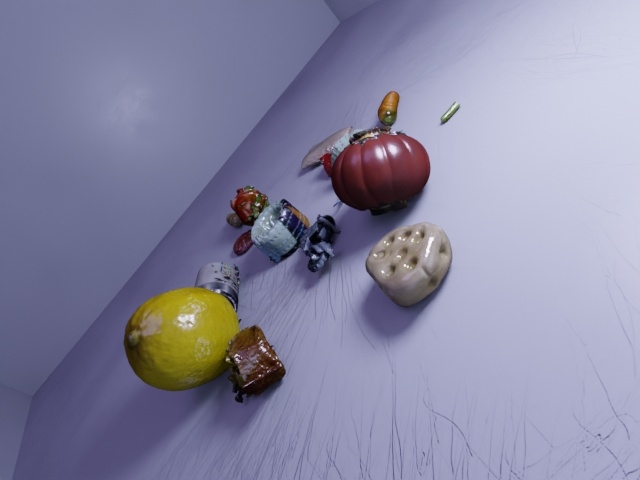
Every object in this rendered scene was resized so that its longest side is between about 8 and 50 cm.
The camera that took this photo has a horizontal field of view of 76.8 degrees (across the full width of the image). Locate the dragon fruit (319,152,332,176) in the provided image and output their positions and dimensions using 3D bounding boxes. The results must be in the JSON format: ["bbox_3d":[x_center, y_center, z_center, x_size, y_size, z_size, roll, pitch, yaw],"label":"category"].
[{"bbox_3d":[0.061,-0.348,1.787,0.063,0.097,0.131,-22,18,34],"label":"dragon fruit"}]

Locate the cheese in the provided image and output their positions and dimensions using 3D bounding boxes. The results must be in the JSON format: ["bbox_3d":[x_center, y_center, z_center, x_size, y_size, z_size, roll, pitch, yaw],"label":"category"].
[{"bbox_3d":[0.224,0.054,1.010,0.218,0.117,0.235,-33,31,24],"label":"cheese"}]

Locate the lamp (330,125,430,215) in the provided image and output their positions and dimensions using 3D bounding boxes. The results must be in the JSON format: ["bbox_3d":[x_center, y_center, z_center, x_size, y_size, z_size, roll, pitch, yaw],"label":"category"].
[{"bbox_3d":[0.181,-0.212,1.241,0.304,0.256,0.303,-14,7,2],"label":"lamp"}]

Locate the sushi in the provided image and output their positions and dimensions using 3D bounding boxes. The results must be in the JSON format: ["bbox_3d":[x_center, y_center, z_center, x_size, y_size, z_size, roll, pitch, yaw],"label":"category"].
[{"bbox_3d":[-0.211,0.364,1.194,0.179,0.166,0.296,-32,35,-13],"label":"sushi"}]

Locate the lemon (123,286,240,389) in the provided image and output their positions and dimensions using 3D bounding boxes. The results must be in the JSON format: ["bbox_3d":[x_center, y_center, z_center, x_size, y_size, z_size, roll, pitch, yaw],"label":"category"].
[{"bbox_3d":[-0.475,0.323,1.331,0.364,0.364,0.364,-34,32,24],"label":"lemon"}]

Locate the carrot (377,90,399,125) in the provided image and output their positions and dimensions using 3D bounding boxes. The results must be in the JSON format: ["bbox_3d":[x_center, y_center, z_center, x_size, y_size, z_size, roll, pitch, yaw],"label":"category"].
[{"bbox_3d":[0.289,-0.563,1.721,0.087,0.087,0.193,-26,34,35],"label":"carrot"}]

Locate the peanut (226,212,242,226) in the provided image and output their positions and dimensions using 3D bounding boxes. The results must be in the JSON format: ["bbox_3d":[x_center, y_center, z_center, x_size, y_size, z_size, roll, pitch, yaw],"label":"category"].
[{"bbox_3d":[-0.471,-0.117,2.214,0.080,0.080,0.175,-53,27,-10],"label":"peanut"}]

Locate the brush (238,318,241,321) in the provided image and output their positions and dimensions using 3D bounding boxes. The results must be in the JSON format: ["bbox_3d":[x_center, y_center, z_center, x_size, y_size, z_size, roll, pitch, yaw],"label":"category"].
[{"bbox_3d":[-0.328,0.331,1.534,0.083,0.008,0.024,-51,25,-5],"label":"brush"}]

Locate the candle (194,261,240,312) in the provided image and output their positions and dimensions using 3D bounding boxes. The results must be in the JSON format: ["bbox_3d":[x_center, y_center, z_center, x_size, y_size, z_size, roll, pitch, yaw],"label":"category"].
[{"bbox_3d":[-0.424,0.189,1.667,0.187,0.187,0.330,-40,28,15],"label":"candle"}]

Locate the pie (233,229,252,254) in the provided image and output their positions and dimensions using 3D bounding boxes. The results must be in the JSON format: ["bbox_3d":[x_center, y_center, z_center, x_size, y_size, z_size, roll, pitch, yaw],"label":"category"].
[{"bbox_3d":[-0.366,0.006,1.960,0.155,0.036,0.154,-33,32,24],"label":"pie"}]

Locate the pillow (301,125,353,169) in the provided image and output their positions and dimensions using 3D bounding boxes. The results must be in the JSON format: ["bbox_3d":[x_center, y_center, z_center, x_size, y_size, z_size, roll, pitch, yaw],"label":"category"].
[{"bbox_3d":[0.030,-0.446,1.942,0.270,0.067,0.173,-20,34,39],"label":"pillow"}]

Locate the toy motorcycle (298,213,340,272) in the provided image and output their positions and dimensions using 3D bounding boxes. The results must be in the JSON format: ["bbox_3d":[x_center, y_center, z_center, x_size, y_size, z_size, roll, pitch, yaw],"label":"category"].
[{"bbox_3d":[0.000,0.000,1.400,0.159,0.106,0.270,-48,24,12],"label":"toy motorcycle"}]

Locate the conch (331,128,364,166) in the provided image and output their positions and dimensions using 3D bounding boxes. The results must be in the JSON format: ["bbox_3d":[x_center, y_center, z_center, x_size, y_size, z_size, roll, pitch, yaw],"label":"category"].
[{"bbox_3d":[0.143,-0.330,1.578,0.131,0.199,0.172,29,48,32],"label":"conch"}]

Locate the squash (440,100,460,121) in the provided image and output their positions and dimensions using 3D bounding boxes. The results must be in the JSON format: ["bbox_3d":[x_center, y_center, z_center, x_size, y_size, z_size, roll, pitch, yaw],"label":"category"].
[{"bbox_3d":[0.451,-0.445,1.409,0.083,0.027,0.027,-50,29,0],"label":"squash"}]

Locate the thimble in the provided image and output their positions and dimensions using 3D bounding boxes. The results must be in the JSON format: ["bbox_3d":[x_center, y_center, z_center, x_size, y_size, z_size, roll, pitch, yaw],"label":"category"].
[{"bbox_3d":[-0.169,-0.039,1.628,0.237,0.150,0.237,-34,33,26],"label":"thimble"}]

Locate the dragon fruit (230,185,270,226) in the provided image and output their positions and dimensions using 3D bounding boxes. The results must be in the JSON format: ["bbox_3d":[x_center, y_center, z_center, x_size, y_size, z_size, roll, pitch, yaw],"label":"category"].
[{"bbox_3d":[-0.315,-0.165,1.937,0.269,0.199,0.199,12,107,60],"label":"dragon fruit"}]

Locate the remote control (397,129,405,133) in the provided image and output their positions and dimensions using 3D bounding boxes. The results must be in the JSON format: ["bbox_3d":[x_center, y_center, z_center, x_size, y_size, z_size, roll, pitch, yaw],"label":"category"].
[{"bbox_3d":[0.270,-0.359,1.550,0.061,0.029,0.162,1,50,52],"label":"remote control"}]

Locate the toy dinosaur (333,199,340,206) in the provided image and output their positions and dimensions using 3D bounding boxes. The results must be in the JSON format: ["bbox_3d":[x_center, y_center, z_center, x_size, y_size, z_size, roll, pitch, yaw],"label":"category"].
[{"bbox_3d":[0.112,-0.198,1.553,0.197,0.045,0.080,-53,21,-27],"label":"toy dinosaur"}]
